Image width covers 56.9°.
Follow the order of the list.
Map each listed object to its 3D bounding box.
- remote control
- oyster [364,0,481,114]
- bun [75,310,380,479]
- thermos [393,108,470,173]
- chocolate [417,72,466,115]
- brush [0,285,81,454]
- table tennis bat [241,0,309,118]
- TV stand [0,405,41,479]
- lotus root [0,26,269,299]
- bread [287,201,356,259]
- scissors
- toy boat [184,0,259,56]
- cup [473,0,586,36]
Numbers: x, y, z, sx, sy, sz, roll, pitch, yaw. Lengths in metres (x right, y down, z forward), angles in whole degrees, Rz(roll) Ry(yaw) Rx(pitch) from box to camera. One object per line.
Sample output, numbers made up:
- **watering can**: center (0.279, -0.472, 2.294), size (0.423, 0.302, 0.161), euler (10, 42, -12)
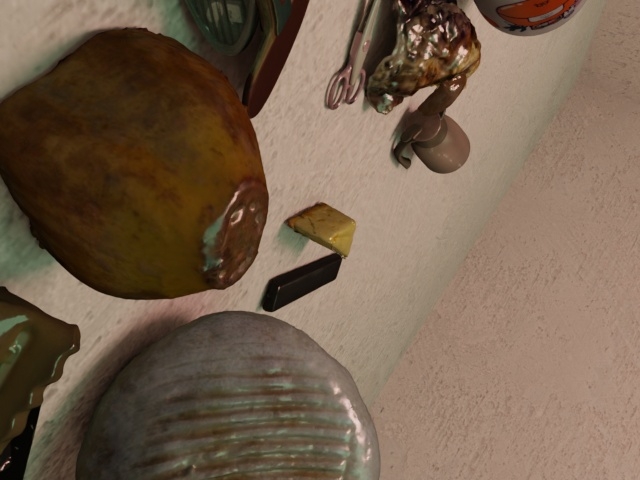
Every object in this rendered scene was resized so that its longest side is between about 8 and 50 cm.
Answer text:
- **remote control**: center (-0.025, 0.070, 1.041), size (0.245, 0.025, 0.063), euler (-21, 132, -60)
- **oyster**: center (0.170, -0.294, 0.924), size (0.271, 0.100, 0.275), euler (-34, 155, -22)
- **bun**: center (-0.109, 0.269, 0.713), size (0.361, 0.362, 0.211), euler (-52, -170, -23)
- **thermos**: center (0.212, -0.193, 1.165), size (0.137, 0.105, 0.193), euler (-34, 162, 17)
- **chocolate**: center (0.204, -0.232, 0.959), size (0.065, 0.031, 0.101), euler (-30, 176, -25)
- **brush**: center (-0.297, 0.177, 0.473), size (0.301, 0.084, 0.071), euler (-56, -162, 9)
- **table tennis bat**: center (-0.039, -0.189, 0.533), size (0.274, 0.021, 0.154), euler (-128, -117, -86)
- **TV stand**: center (-0.299, 0.199, 0.549), size (0.042, 0.036, 0.249), euler (-16, 131, -61)
- **lotus root**: center (-0.116, -0.046, 0.468), size (0.199, 0.180, 0.188), euler (-49, 153, -27)
- **bread**: center (0.000, 0.000, 0.920), size (0.109, 0.084, 0.080), euler (-32, 143, -53)
- **scissors**: center (0.053, -0.260, 0.796), size (0.085, 0.022, 0.176), euler (-30, 147, -49)
- **toy boat**: center (-0.083, -0.239, 0.422), size (0.260, 0.078, 0.085), euler (89, 16, -57)
- **cup**: center (0.323, -0.451, 0.915), size (0.212, 0.212, 0.317), euler (-66, 160, 13)
